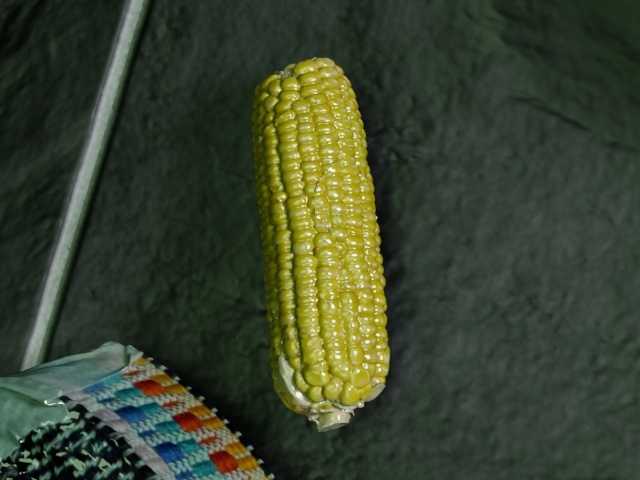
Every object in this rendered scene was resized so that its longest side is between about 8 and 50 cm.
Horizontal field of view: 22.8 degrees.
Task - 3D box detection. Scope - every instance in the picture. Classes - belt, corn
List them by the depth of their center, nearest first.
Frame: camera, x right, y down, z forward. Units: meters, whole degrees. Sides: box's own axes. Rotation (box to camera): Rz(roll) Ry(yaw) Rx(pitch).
[{"bbox_3d":[-0.143,0.190,0.994,0.257,0.150,0.207,37,107,20],"label":"belt"},{"bbox_3d":[0.000,0.000,0.995,0.080,0.080,0.238,-7,80,19],"label":"corn"}]
